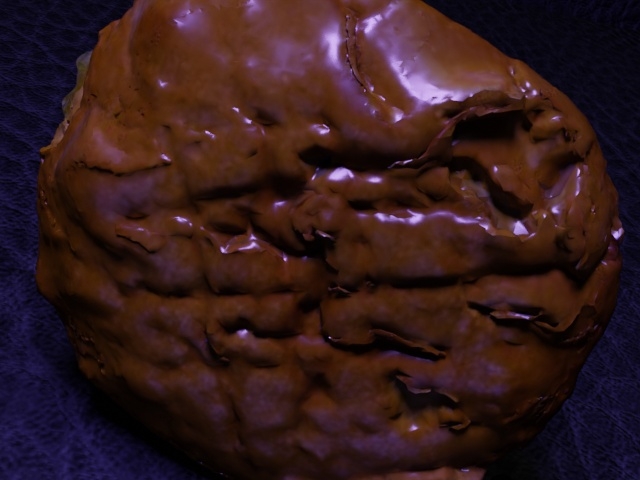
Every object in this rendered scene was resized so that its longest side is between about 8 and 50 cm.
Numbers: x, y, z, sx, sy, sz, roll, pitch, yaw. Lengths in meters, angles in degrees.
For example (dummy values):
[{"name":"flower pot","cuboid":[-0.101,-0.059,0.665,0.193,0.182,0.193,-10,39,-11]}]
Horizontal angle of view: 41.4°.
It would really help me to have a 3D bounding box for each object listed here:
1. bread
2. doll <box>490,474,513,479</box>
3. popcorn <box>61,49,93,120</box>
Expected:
[{"name":"bread","cuboid":[0.000,0.000,0.602,0.398,0.398,0.215,16,23,1]},{"name":"doll","cuboid":[0.070,0.215,0.564,0.096,0.070,0.195,-2,15,35]},{"name":"popcorn","cuboid":[-0.169,-0.091,0.856,0.187,0.167,0.185,38,32,27]}]
